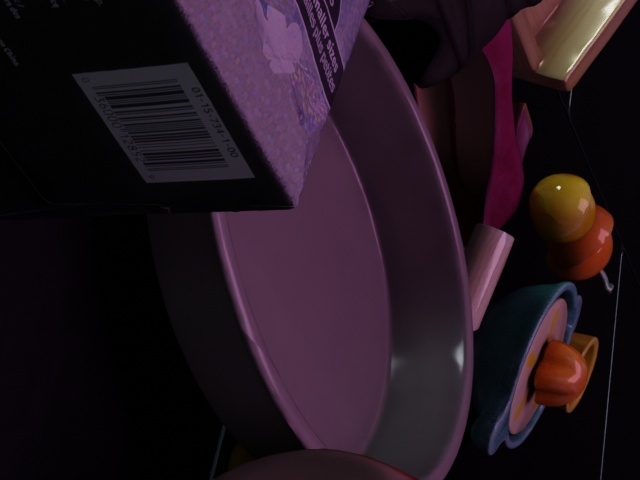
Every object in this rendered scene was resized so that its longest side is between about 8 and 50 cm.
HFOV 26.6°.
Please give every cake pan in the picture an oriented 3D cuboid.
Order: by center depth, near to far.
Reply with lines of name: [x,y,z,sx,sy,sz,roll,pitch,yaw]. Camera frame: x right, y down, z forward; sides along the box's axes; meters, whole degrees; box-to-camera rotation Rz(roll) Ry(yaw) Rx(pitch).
cake pan: [0.000,0.000,0.732,0.293,0.054,0.293,38,44,-51]

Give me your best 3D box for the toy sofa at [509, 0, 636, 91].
toy sofa: [0.099,-0.285,0.952,0.150,0.177,0.362,-54,140,-18]

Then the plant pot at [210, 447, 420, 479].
plant pot: [0.031,0.234,0.607,0.243,0.275,0.275,49,44,-41]

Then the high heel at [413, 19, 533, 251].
high heel: [0.091,-0.098,0.976,0.117,0.082,0.244,-67,149,-26]

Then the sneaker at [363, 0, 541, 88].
sneaker: [0.027,-0.200,0.801,0.130,0.109,0.286,-50,124,-5]

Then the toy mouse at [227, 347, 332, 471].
toy mouse: [-0.010,0.117,0.771,0.143,0.031,0.161,-50,131,-55]

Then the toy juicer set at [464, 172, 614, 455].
toy juicer set: [0.168,0.058,1.019,0.329,0.089,0.209,-14,121,-62]

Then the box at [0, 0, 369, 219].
box: [-0.099,-0.138,0.462,0.247,0.163,0.142,60,38,-44]
